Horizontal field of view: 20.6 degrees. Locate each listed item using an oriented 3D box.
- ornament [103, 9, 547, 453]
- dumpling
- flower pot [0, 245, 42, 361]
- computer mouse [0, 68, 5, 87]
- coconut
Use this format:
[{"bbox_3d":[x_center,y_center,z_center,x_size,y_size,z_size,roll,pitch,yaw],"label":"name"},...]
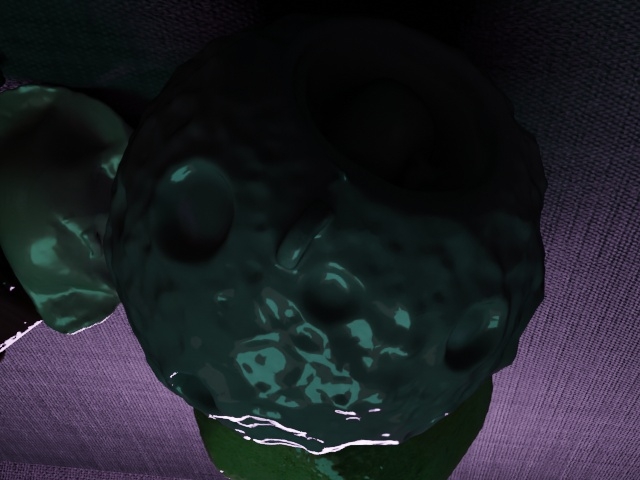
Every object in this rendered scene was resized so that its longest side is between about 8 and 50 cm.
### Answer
[{"bbox_3d":[0.000,0.000,1.335,0.337,0.337,0.337,6,162,2],"label":"ornament"},{"bbox_3d":[-0.215,-0.033,1.566,0.151,0.229,0.124,-10,-164,6],"label":"dumpling"},{"bbox_3d":[-0.325,-0.009,1.629,0.084,0.251,0.179,-24,154,11],"label":"flower pot"},{"bbox_3d":[-0.364,-0.136,1.490,0.192,0.062,0.106,5,161,-2],"label":"computer mouse"},{"bbox_3d":[0.027,0.139,1.851,0.328,0.328,0.281,7,135,-1],"label":"coconut"}]
